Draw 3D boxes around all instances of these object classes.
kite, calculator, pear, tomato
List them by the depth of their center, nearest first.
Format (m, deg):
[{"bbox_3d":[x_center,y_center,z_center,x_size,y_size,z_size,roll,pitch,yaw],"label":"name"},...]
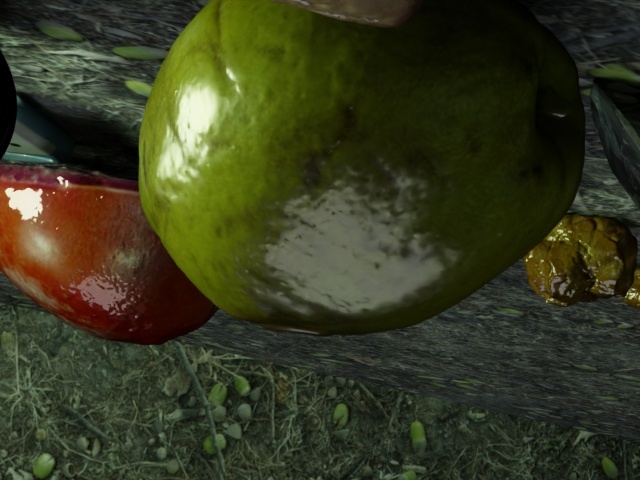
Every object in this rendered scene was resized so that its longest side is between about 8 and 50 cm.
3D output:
[{"bbox_3d":[0.019,-0.063,1.211,0.321,0.269,0.269,-11,160,37],"label":"pear"},{"bbox_3d":[0.281,0.013,1.401,0.015,0.310,0.169,-31,149,-2],"label":"kite"},{"bbox_3d":[-0.321,-0.114,1.838,0.121,0.039,0.210,9,171,13],"label":"calculator"},{"bbox_3d":[-0.224,0.013,1.968,0.290,0.176,0.335,9,-177,11],"label":"tomato"}]

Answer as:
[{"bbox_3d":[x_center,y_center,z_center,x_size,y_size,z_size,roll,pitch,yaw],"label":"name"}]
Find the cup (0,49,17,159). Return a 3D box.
[{"bbox_3d":[-0.362,-0.116,1.393,0.255,0.178,0.256,-6,172,-4],"label":"cup"}]

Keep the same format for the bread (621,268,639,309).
[{"bbox_3d":[0.404,0.058,2.091,0.132,0.053,0.074,2,164,39],"label":"bread"}]

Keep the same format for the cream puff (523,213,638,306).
[{"bbox_3d":[0.266,0.024,1.903,0.122,0.094,0.116,21,163,-34],"label":"cream puff"}]

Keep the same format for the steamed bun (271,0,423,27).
[{"bbox_3d":[-0.006,-0.188,0.929,0.145,0.106,0.175,14,157,5],"label":"steamed bun"}]
